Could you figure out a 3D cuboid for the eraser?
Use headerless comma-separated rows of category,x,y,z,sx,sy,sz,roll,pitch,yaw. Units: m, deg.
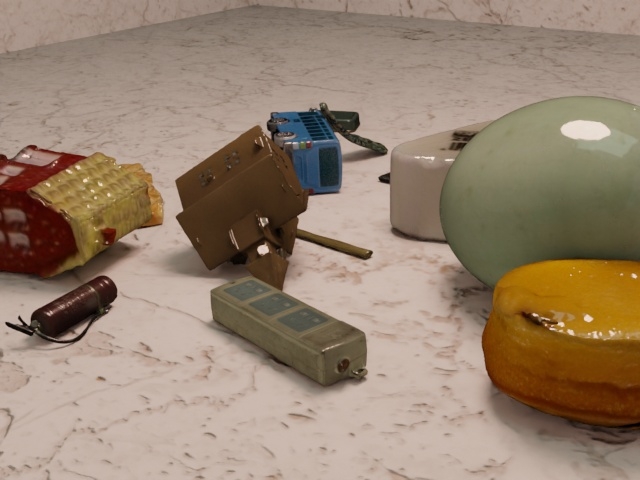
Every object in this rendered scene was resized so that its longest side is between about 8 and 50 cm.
eraser,0.263,-0.095,1.490,0.332,0.149,0.331,-3,22,1

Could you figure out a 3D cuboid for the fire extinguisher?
fire extinguisher,-0.334,0.098,1.201,0.078,0.045,0.157,32,32,17

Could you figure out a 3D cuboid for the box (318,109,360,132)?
box,0.027,-0.282,2.112,0.126,0.031,0.091,5,24,13

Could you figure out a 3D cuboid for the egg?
egg,0.319,-0.049,1.185,0.276,0.275,0.389,-15,7,-29

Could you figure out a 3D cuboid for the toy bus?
toy bus,-0.032,-0.176,1.754,0.134,0.116,0.234,-7,24,-7

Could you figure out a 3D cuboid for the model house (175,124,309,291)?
model house,-0.088,-0.006,1.346,0.181,0.176,0.248,-30,56,16

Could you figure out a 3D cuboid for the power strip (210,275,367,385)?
power strip,-0.047,0.108,1.140,0.078,0.052,0.272,-19,28,-35

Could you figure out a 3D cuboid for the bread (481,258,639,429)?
bread,0.314,0.113,0.987,0.270,0.142,0.195,2,26,12

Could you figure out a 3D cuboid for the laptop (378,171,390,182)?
laptop,0.217,-0.132,1.757,0.129,0.016,0.180,18,30,39

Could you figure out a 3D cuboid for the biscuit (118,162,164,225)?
biscuit,-0.401,-0.086,1.653,0.205,0.040,0.309,-8,23,-16

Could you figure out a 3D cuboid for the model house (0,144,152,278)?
model house,-0.395,-0.041,1.395,0.254,0.159,0.196,10,25,22

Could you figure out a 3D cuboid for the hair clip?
hair clip,0.063,-0.223,1.847,0.229,0.036,0.066,27,12,-48

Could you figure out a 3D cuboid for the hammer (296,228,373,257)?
hammer,0.000,0.000,1.452,0.199,0.013,0.062,17,29,39
